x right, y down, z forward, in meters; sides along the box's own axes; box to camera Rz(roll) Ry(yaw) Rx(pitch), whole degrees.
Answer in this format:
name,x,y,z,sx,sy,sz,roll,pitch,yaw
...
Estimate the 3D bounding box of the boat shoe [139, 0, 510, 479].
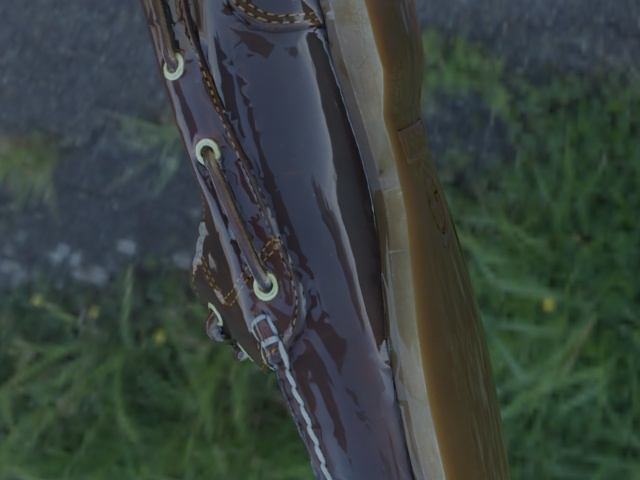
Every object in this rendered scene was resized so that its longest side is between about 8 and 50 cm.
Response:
name,x,y,z,sx,sy,sz,roll,pitch,yaw
boat shoe,0.000,0.000,0.470,0.073,0.207,0.073,-13,176,17
